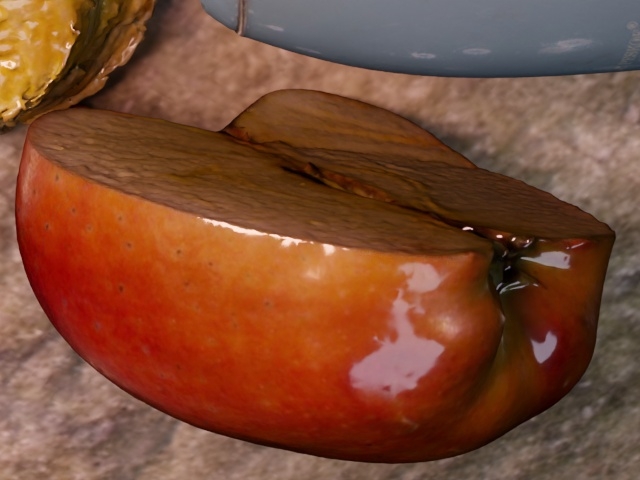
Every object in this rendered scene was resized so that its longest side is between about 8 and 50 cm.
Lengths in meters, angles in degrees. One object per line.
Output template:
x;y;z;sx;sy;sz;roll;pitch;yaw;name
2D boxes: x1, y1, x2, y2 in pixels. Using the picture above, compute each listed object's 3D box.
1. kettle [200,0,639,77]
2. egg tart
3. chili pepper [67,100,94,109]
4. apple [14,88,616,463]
0.073;-0.228;1.004;0.342;0.247;0.319;-7;161;-7;kettle
-0.241;-0.161;1.059;0.295;0.116;0.294;-9;133;-10;egg tart
-0.154;-0.047;1.232;0.059;0.050;0.191;-34;120;15;chili pepper
0.000;0.000;1.093;0.328;0.365;0.295;-49;139;-21;apple
